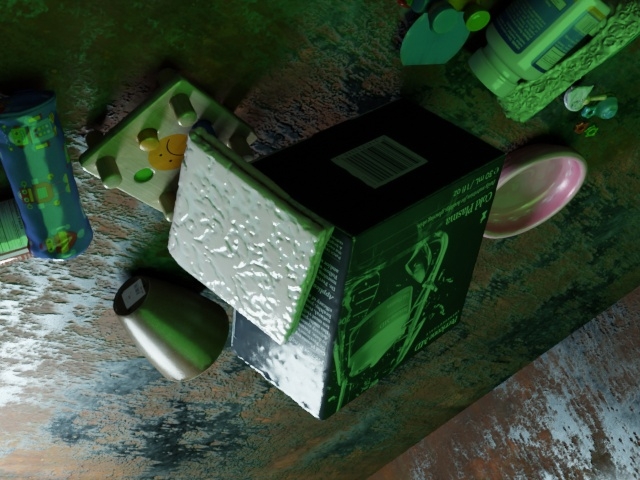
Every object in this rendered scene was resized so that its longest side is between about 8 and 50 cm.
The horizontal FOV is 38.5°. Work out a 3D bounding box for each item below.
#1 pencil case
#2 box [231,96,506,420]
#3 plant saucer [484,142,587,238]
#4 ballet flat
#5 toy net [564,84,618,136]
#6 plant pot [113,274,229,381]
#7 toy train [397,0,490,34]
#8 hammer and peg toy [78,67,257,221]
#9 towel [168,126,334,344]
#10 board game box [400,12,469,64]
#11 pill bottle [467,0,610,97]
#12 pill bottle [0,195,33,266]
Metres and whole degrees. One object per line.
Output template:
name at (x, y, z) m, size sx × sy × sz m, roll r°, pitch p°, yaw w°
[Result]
pencil case at (-0.480, -0.112, 1.578) m, size 0.119 × 0.133 × 0.306 m, roll -9°, pitch 123°, yaw -4°
box at (0.089, 0.026, 1.893) m, size 0.480 × 0.297 × 0.472 m, roll -29°, pitch 141°, yaw -38°
plant saucer at (0.535, -0.140, 2.407) m, size 0.332 × 0.084 × 0.332 m, roll -18°, pitch 147°, yaw -12°
ballet flat at (0.538, -0.416, 1.967) m, size 0.409 × 0.147 × 0.147 m, roll -41°, pitch 146°, yaw 21°
toy net at (0.646, -0.331, 2.249) m, size 0.122 × 0.045 × 0.232 m, roll -41°, pitch 144°, yaw 26°
plant pot at (-0.365, 0.181, 2.128) m, size 0.215 × 0.215 × 0.230 m, roll -33°, pitch 134°, yaw 11°
toy train at (0.271, -0.446, 1.699) m, size 0.248 × 0.143 × 0.105 m, roll -6°, pitch 144°, yaw -30°
hammer and peg toy at (-0.248, -0.162, 1.753) m, size 0.266 × 0.127 × 0.361 m, roll -38°, pitch 147°, yaw 14°
towel at (-0.140, -0.003, 1.669) m, size 0.053 × 0.317 × 0.332 m, roll -40°, pitch 160°, yaw -40°
board game box at (0.224, -0.414, 1.822) m, size 0.169 × 0.033 × 0.133 m, roll -10°, pitch 141°, yaw -34°
pill bottle at (0.432, -0.421, 1.849) m, size 0.272 × 0.152 × 0.152 m, roll -43°, pitch 145°, yaw 26°
pill bottle at (-0.585, -0.018, 1.719) m, size 0.216 × 0.121 × 0.121 m, roll -17°, pitch 148°, yaw -16°
